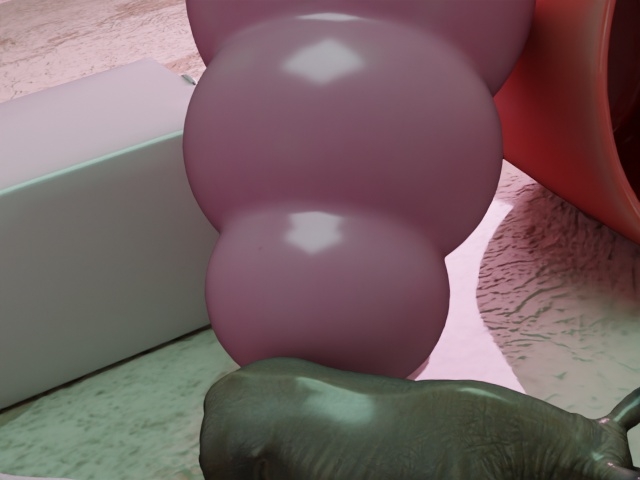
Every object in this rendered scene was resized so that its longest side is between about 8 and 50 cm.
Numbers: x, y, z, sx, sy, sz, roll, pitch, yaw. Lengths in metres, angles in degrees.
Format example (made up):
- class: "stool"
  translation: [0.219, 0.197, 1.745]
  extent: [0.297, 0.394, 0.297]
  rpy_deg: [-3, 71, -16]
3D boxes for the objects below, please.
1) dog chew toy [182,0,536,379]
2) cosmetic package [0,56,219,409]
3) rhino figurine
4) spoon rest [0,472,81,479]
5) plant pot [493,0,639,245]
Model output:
- class: "dog chew toy"
  translation: [0.015, -0.069, 0.527]
  extent: [0.206, 0.206, 0.332]
  rpy_deg: [-1, 71, 21]
- class: "cosmetic package"
  translation: [-0.240, 0.007, 0.652]
  extent: [0.365, 0.155, 0.197]
  rpy_deg: [-20, 29, -17]
- class: "rhino figurine"
  translation: [0.053, 0.102, 0.400]
  extent: [0.243, 0.106, 0.073]
  rpy_deg: [0, 30, 23]
- class: "spoon rest"
  translation: [-0.160, 0.150, 0.420]
  extent: [0.276, 0.084, 0.137]
  rpy_deg: [-3, 28, 15]
- class: "plant pot"
  translation: [0.226, -0.131, 0.643]
  extent: [0.275, 0.275, 0.243]
  rpy_deg: [-20, 18, -16]
